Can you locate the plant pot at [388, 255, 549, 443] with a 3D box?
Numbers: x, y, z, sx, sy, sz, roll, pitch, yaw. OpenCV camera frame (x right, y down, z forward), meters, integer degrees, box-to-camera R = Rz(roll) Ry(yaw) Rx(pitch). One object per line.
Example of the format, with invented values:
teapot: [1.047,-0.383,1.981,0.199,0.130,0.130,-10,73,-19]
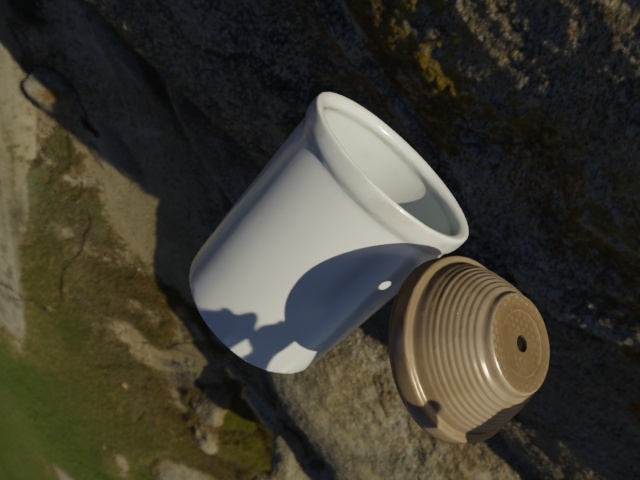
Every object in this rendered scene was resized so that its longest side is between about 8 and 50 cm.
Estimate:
plant pot: [0.205,0.132,0.698,0.109,0.237,0.237,-16,112,50]

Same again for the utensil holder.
utensil holder: [0.000,0.000,0.971,0.327,0.327,0.385,45,115,1]
